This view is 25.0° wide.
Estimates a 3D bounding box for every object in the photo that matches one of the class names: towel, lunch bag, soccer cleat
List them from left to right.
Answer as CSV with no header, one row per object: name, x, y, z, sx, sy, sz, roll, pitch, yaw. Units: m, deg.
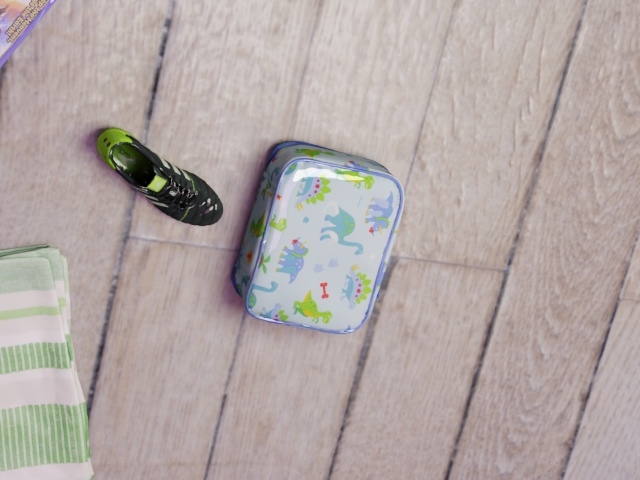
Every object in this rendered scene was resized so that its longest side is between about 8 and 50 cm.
towel,-0.405,0.173,1.716,0.248,0.038,0.324,-10,113,-12
soccer cleat,-0.184,-0.065,1.671,0.179,0.072,0.060,36,97,-25
lunch bag,0.000,0.000,1.743,0.176,0.090,0.219,10,107,-19

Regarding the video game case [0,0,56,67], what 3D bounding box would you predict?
video game case,-0.453,-0.245,1.528,0.244,0.061,0.269,39,96,-24
